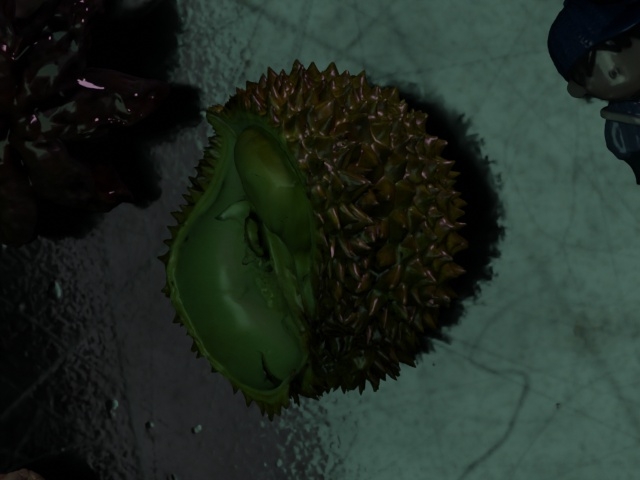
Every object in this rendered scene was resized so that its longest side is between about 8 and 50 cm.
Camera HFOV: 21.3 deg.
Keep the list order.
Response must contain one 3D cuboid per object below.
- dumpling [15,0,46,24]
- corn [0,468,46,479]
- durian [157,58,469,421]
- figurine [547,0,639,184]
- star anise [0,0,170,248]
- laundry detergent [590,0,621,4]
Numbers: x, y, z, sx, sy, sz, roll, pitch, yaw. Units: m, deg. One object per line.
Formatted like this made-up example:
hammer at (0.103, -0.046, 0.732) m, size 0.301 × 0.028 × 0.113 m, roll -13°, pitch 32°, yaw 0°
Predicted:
dumpling at (-0.257, -0.210, 1.271) m, size 0.176 × 0.092 × 0.150 m, roll -6°, pitch 105°, yaw 9°
corn at (-0.191, 0.265, 1.277) m, size 0.087 × 0.087 × 0.211 m, roll -41°, pitch 85°, yaw 12°
durian at (0.001, -0.003, 1.159) m, size 0.200 × 0.176 × 0.237 m, roll 45°, pitch 132°, yaw 48°
figurine at (0.218, -0.105, 1.167) m, size 0.086 × 0.087 × 0.149 m, roll -29°, pitch 100°, yaw -4°
star anise at (-0.238, -0.094, 1.222) m, size 0.236 × 0.109 × 0.223 m, roll 19°, pitch 121°, yaw -5°
laundry detergent at (0.156, -0.235, 1.105) m, size 0.290 × 0.094 × 0.143 m, roll 36°, pitch 142°, yaw 28°
